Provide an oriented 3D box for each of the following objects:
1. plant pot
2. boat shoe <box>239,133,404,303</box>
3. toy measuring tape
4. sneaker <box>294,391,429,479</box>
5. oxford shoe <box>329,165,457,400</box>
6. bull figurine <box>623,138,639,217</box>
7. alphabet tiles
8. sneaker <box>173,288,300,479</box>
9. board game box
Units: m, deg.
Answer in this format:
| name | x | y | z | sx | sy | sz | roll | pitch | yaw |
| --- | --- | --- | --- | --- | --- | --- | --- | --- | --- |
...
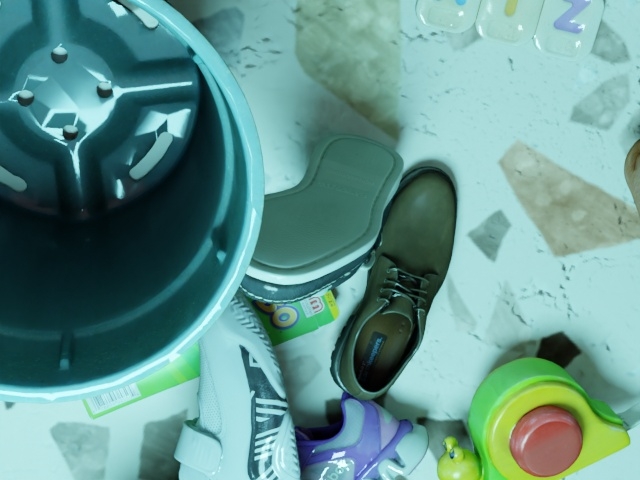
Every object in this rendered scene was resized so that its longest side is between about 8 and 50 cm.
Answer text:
| name | x | y | z | sx | sy | sz | roll | pitch | yaw |
| --- | --- | --- | --- | --- | --- | --- | --- | --- | --- |
| plant pot | -0.221 | -0.086 | 1.452 | 0.341 | 0.334 | 0.341 | -1 | 107 | -3 |
| boat shoe | 0.000 | 0.000 | 1.515 | 0.114 | 0.302 | 0.091 | 22 | 117 | 15 |
| toy measuring tape | 0.256 | 0.143 | 1.678 | 0.330 | 0.121 | 0.121 | -25 | 108 | -5 |
| sneaker | -0.010 | 0.235 | 1.700 | 0.236 | 0.095 | 0.104 | -44 | 98 | 5 |
| oxford shoe | 0.080 | 0.043 | 1.629 | 0.083 | 0.096 | 0.227 | 16 | 91 | -10 |
| bull figurine | 0.383 | 0.040 | 1.621 | 0.188 | 0.101 | 0.310 | -17 | 92 | -12 |
| alphabet tiles | 0.197 | -0.307 | 1.573 | 0.284 | 0.021 | 0.278 | 13 | 106 | -7 |
| sneaker | -0.118 | 0.234 | 1.595 | 0.210 | 0.137 | 0.366 | -11 | 89 | -3 |
| board game box | -0.122 | 0.065 | 1.663 | 0.259 | 0.039 | 0.124 | -21 | 108 | 6 |
